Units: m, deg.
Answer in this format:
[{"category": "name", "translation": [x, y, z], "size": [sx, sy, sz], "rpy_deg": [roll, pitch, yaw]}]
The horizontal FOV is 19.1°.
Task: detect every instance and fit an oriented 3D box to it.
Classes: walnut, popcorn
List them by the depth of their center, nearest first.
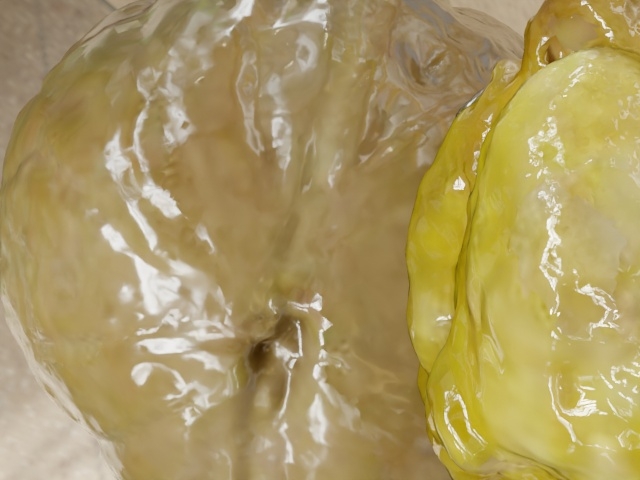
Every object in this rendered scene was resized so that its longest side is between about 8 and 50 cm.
[{"category": "popcorn", "translation": [0.114, 0.016, 0.651], "size": [0.191, 0.190, 0.254], "rpy_deg": [22, 121, 44]}, {"category": "walnut", "translation": [0.000, 0.000, 0.912], "size": [0.332, 0.333, 0.333], "rpy_deg": [-7, 71, 21]}]
